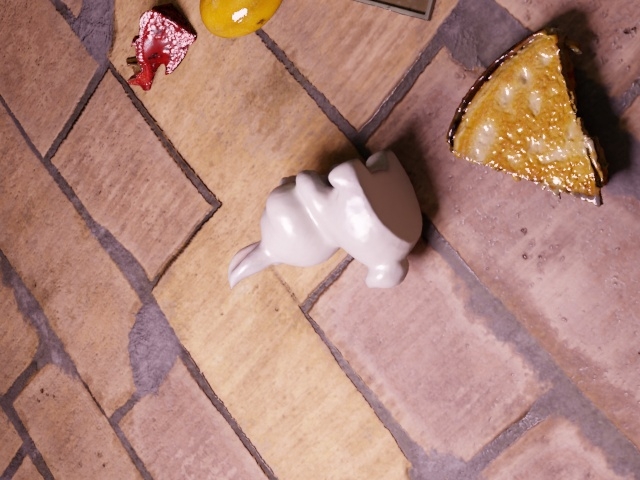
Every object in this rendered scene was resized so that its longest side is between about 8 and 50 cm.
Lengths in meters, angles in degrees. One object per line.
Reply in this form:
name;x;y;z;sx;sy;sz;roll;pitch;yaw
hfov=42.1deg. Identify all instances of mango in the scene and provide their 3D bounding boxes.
mango;-0.128;-0.491;1.583;0.262;0.109;0.157;-34;68;29

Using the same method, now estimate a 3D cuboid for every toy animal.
toy animal;0.000;-0.011;1.519;0.368;0.196;0.241;-13;91;33

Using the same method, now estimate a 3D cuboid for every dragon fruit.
dragon fruit;-0.348;-0.410;1.784;0.192;0.123;0.092;-63;24;28

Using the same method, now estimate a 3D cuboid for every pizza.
pizza;0.356;-0.204;1.313;0.288;0.074;0.251;28;113;27

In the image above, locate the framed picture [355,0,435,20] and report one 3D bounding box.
framed picture;0.110;-0.505;1.469;0.250;0.016;0.184;23;110;30
